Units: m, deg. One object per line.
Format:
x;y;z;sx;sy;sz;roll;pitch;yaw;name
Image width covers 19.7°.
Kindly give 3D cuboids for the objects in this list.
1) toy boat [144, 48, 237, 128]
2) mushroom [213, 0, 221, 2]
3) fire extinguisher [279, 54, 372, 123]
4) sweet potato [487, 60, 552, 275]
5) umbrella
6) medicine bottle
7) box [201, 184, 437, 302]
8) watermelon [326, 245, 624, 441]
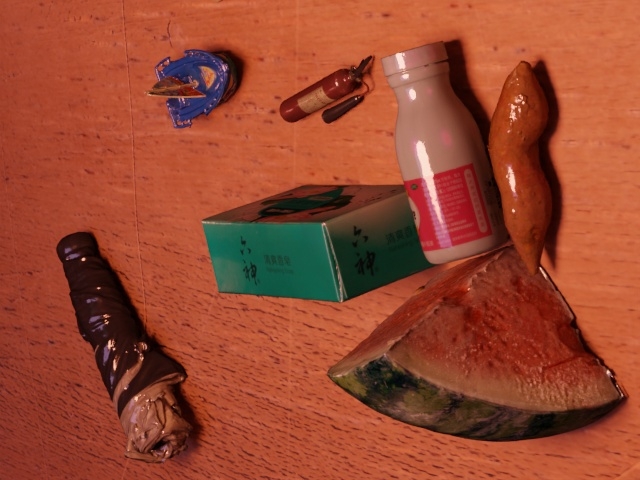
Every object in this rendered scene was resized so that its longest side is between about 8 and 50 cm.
-0.164;-0.183;2.213;0.175;0.110;0.091;-17;92;55;toy boat
-0.107;-0.325;2.110;0.060;0.061;0.187;54;148;14;mushroom
0.009;-0.158;2.047;0.173;0.035;0.049;-23;84;60;fire extinguisher
0.196;-0.070;1.804;0.065;0.051;0.218;19;121;47;sweet potato
-0.273;0.140;2.570;0.113;0.106;0.357;-50;57;42;umbrella
0.122;-0.090;1.866;0.090;0.090;0.216;-11;97;56;medicine bottle
0.000;0.000;2.031;0.245;0.153;0.092;0;106;54;box
0.141;0.098;1.860;0.213;0.262;0.201;-25;58;60;watermelon
